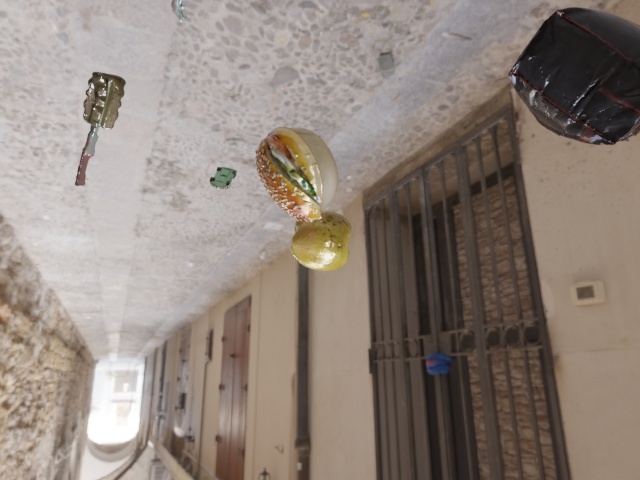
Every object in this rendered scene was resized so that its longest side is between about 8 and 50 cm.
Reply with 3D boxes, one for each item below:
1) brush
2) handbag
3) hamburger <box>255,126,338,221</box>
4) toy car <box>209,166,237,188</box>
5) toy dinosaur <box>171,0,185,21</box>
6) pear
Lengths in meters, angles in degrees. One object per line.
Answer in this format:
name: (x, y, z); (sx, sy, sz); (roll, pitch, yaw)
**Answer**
brush: (-0.569, -0.273, 1.137); (0.071, 0.301, 0.084); (32, -161, 19)
handbag: (0.374, -0.210, 0.611); (0.215, 0.169, 0.155); (-19, 144, -50)
hamburger: (-0.059, -0.148, 1.017); (0.147, 0.237, 0.237); (-31, 174, -23)
toy car: (-0.280, -0.177, 1.310); (0.059, 0.122, 0.035); (13, 127, -2)
toy dinosaur: (-0.423, -0.755, 1.245); (0.053, 0.242, 0.167); (-37, -169, -32)
pear: (0.000, 0.000, 1.240); (0.178, 0.178, 0.178); (-1, 163, 0)
